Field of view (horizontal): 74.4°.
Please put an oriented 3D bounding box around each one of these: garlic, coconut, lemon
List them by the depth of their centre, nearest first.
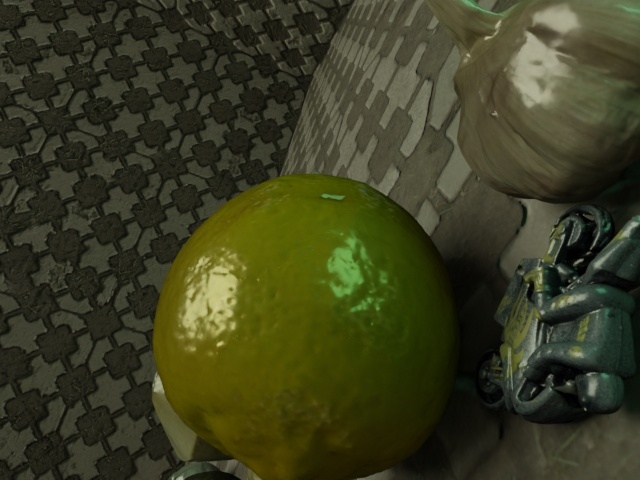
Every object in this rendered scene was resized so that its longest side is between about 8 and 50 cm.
[{"bbox_3d":[0.168,-0.151,0.343,0.219,0.212,0.218,-62,-3,-7],"label":"garlic"},{"bbox_3d":[-0.009,0.086,0.478,0.348,0.347,0.348,-160,90,-76],"label":"lemon"},{"bbox_3d":[-0.216,0.325,0.937,0.323,0.322,0.323,-160,90,-76],"label":"coconut"}]

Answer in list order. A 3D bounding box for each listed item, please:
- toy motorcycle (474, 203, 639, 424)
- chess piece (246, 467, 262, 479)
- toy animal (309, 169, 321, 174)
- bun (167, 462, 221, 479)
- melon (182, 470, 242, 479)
[{"bbox_3d":[0.182,0.067,0.315,0.124,0.061,0.194,-109,39,-70],"label":"toy motorcycle"},{"bbox_3d":[-0.054,0.460,0.583,0.137,0.137,0.301,138,138,-62],"label":"chess piece"},{"bbox_3d":[0.008,-0.016,0.897,0.250,0.153,0.167,-115,34,-46],"label":"toy animal"},{"bbox_3d":[-0.386,0.797,1.155,0.354,0.194,0.355,-158,90,-77],"label":"bun"},{"bbox_3d":[-0.202,0.555,0.712,0.302,0.237,0.238,-108,41,-68],"label":"melon"}]
